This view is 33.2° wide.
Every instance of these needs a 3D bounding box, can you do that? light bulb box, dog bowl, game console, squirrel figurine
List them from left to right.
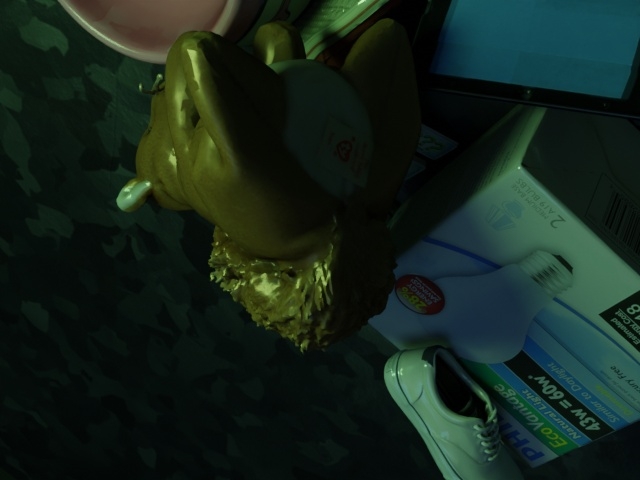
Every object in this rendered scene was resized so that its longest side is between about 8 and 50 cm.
[{"bbox_3d":[-0.195,-0.395,1.293,0.407,0.150,0.408,20,132,23],"label":"dog bowl"},{"bbox_3d":[-0.082,-0.050,1.243,0.370,0.281,0.397,-5,103,52],"label":"squirrel figurine"},{"bbox_3d":[0.287,0.047,1.345,0.358,0.225,0.361,41,137,-6],"label":"light bulb box"},{"bbox_3d":[0.238,-0.289,1.115,0.293,0.173,0.250,11,133,24],"label":"game console"}]

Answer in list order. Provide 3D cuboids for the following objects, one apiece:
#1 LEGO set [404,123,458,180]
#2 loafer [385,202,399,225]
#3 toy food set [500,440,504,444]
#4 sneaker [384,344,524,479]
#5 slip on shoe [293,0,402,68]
[{"bbox_3d":[0.032,-0.125,1.409,0.244,0.060,0.182,25,147,-28],"label":"LEGO set"},{"bbox_3d":[0.000,0.000,1.593,0.267,0.084,0.096,-14,119,40],"label":"loafer"},{"bbox_3d":[0.307,0.240,1.652,0.132,0.038,0.192,48,142,-3],"label":"toy food set"},{"bbox_3d":[0.184,0.239,1.349,0.258,0.094,0.091,49,142,-14],"label":"sneaker"},{"bbox_3d":[0.037,-0.258,1.332,0.101,0.123,0.331,24,142,-20],"label":"slip on shoe"}]
